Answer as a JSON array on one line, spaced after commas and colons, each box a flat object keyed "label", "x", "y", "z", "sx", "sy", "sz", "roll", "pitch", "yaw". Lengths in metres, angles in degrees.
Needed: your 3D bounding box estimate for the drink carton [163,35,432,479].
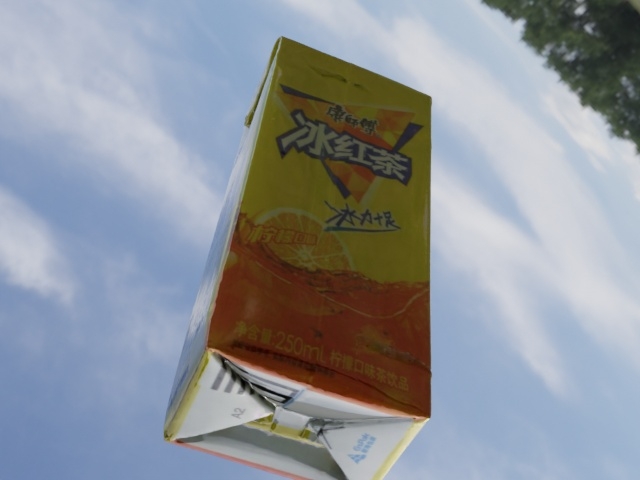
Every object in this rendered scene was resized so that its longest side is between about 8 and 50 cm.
[{"label": "drink carton", "x": 0.000, "y": 0.000, "z": 0.671, "sx": 0.154, "sy": 0.111, "sz": 0.351, "roll": 20, "pitch": -139, "yaw": -11}]
